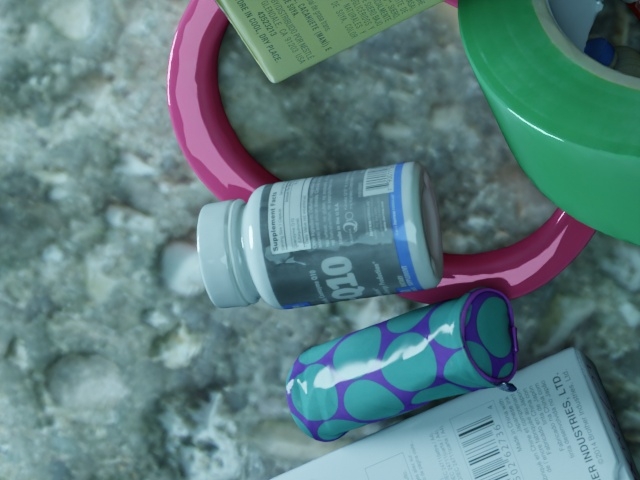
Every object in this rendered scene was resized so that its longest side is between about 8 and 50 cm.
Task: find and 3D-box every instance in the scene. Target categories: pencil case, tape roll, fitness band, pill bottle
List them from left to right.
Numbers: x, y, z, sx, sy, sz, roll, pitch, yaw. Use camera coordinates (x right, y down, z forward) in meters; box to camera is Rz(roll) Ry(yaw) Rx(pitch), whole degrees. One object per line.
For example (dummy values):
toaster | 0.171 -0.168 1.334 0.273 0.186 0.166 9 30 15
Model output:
pill bottle | 0.000 0.000 1.039 0.137 0.078 0.078 -9 101 13
fitness band | 0.045 -0.080 1.078 0.291 0.054 0.209 26 108 3
pencil case | 0.052 0.080 1.081 0.152 0.070 0.064 -21 58 35
tape roll | 0.234 -0.138 0.901 0.321 0.321 0.077 -19 135 13

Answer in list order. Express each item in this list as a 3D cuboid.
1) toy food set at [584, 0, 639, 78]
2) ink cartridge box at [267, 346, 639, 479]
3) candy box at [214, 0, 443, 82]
toy food set | 0.231 -0.121 0.989 0.104 0.111 0.232 38 101 -28
ink cartridge box | 0.061 0.214 1.096 0.311 0.065 0.186 -24 66 11
candy box | 0.082 -0.233 0.953 0.316 0.183 0.087 -26 133 11
